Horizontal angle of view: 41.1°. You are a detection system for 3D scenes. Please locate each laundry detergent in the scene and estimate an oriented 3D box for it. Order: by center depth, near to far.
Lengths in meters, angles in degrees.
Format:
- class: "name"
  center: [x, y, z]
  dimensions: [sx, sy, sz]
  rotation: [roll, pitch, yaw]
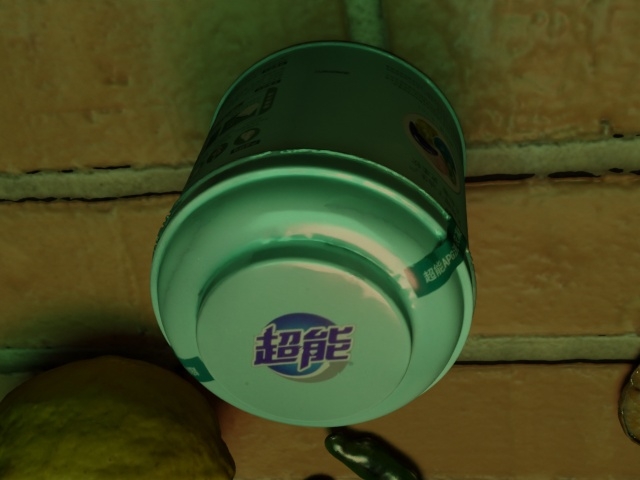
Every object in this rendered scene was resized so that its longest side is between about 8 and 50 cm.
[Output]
- class: "laundry detergent"
  center: [0.000, 0.000, 0.813]
  dimensions: [0.287, 0.305, 0.287]
  rotation: [3, 125, 5]

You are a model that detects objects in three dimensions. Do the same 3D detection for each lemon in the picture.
- class: "lemon"
  center: [-0.275, 0.277, 1.071]
  dimensions: [0.316, 0.285, 0.285]
  rotation: [33, 125, 12]

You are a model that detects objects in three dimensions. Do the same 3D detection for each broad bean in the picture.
- class: "broad bean"
  center: [0.088, 0.380, 1.209]
  dimensions: [0.144, 0.049, 0.292]
  rotation: [-8, 118, -2]

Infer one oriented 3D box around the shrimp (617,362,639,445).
- class: "shrimp"
  center: [0.488, 0.167, 1.017]
  dimensions: [0.289, 0.075, 0.178]
  rotation: [-26, 116, 37]
